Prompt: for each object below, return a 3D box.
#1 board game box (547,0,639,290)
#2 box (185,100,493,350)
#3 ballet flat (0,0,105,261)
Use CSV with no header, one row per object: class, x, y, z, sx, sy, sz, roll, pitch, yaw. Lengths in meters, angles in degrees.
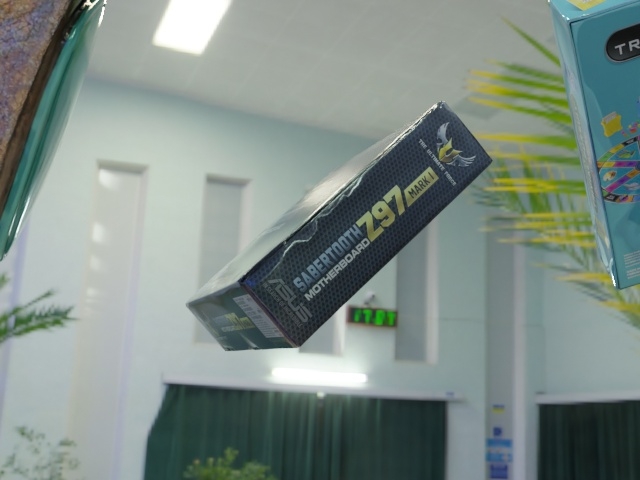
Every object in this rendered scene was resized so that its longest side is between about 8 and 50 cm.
board game box,0.399,-0.130,0.906,0.253,0.079,0.336,-17,-58,8
box,0.000,0.000,0.642,0.059,0.183,0.232,50,-17,-6
ballet flat,-0.142,-0.138,0.413,0.106,0.316,0.107,25,16,-12
